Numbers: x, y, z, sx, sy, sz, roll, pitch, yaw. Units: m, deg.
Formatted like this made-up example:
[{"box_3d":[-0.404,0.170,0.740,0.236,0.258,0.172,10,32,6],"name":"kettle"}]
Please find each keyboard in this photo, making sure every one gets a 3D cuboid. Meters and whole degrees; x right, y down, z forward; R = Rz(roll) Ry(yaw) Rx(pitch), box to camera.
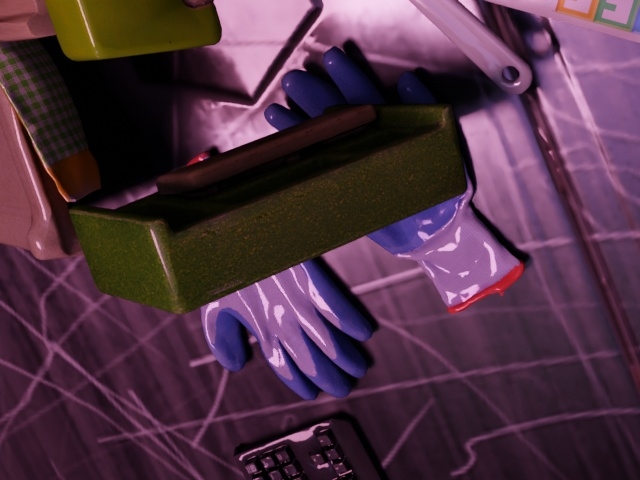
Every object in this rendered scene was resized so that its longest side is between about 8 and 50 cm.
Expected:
[{"box_3d":[0.008,0.195,0.770,0.108,0.023,0.180,-22,102,26],"name":"keyboard"}]

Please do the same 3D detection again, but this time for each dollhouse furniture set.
[{"box_3d":[-0.099,-0.097,0.637,0.301,0.151,0.197,9,120,57],"name":"dollhouse furniture set"}]

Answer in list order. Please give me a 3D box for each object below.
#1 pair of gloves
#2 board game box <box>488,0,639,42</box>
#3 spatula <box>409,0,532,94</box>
[{"box_3d":[0.000,0.000,0.692,0.198,0.023,0.159,-36,96,27],"name":"pair of gloves"},{"box_3d":[0.155,-0.139,0.576,0.154,0.026,0.103,17,117,12],"name":"board game box"},{"box_3d":[0.043,-0.188,0.559,0.242,0.019,0.168,41,119,-4],"name":"spatula"}]
